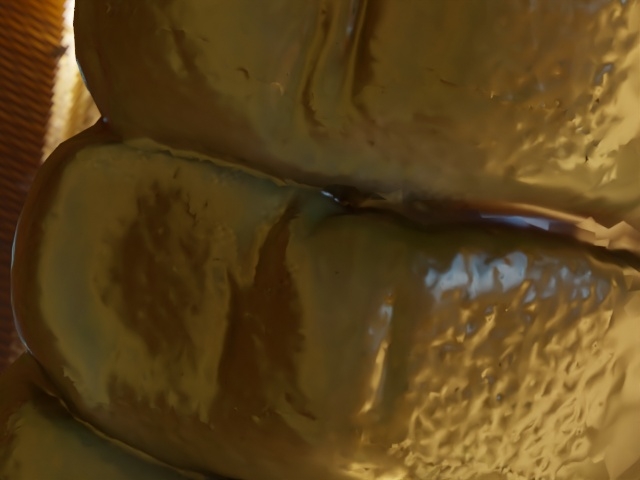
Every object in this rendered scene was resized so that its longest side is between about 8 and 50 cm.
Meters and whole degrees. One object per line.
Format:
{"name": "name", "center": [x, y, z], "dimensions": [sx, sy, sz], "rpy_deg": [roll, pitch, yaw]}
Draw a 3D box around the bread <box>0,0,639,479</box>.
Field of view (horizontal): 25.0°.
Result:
{"name": "bread", "center": [0.038, 0.033, 0.483], "dimensions": [0.210, 0.300, 0.341], "rpy_deg": [19, -91, 22]}
